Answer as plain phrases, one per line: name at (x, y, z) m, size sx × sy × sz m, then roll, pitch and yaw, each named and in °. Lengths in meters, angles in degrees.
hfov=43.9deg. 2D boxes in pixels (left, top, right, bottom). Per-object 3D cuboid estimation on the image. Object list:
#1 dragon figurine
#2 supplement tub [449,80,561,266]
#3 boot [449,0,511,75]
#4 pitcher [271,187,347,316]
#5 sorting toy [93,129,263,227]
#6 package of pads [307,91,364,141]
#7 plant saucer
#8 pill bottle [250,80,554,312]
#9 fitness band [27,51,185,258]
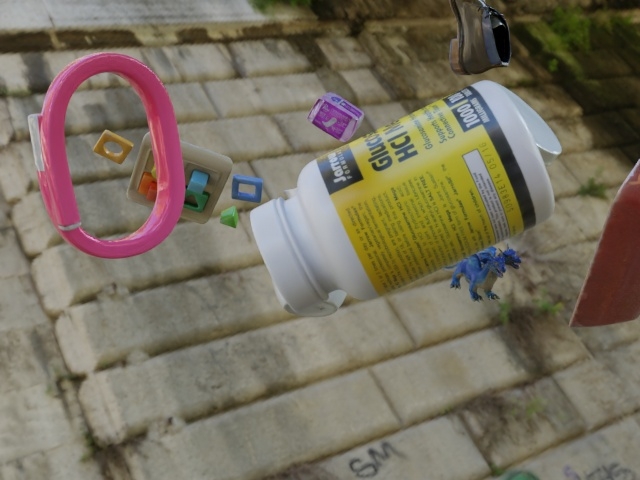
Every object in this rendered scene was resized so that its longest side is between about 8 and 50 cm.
dragon figurine at (0.357, 0.049, 1.836) m, size 0.085 × 0.289 × 0.144 m, roll -2°, pitch -71°, yaw -23°
supplement tub at (0.279, -0.125, 1.525) m, size 0.228 × 0.228 × 0.316 m, roll 5°, pitch -44°, yaw -46°
boot at (0.287, -0.400, 1.387) m, size 0.082 × 0.106 × 0.219 m, roll -13°, pitch -73°, yaw -38°
pitcher at (0.000, 0.000, 1.217) m, size 0.125 × 0.207 × 0.178 m, roll 13°, pitch -26°, yaw -23°
sorting toy at (-0.290, -0.114, 1.599) m, size 0.347 × 0.047 × 0.196 m, roll 18°, pitch -43°, yaw -13°
package of pads at (0.018, -0.131, 0.842) m, size 0.032 × 0.050 × 0.083 m, roll -59°, pitch 0°, yaw 17°
plant saucer at (0.286, -0.062, 0.594) m, size 0.258 × 0.047 × 0.259 m, roll -52°, pitch -23°, yaw -13°
pill bottle at (0.093, -0.043, 0.967) m, size 0.334 × 0.188 × 0.188 m, roll -25°, pitch -29°, yaw 5°
fitness band at (-0.290, -0.115, 1.116) m, size 0.209 × 0.054 × 0.291 m, roll -20°, pitch -68°, yaw -40°
